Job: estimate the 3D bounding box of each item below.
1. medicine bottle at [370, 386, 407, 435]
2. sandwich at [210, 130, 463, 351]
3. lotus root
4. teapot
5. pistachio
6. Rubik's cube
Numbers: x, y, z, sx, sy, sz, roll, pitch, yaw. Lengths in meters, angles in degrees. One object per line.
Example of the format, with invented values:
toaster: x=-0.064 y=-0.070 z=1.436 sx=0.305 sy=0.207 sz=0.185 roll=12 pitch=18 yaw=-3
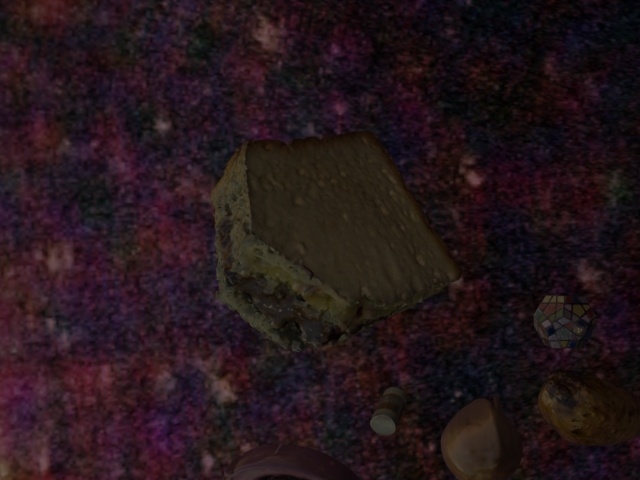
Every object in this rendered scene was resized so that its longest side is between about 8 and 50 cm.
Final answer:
medicine bottle: x=0.121 y=0.299 z=1.671 sx=0.047 sy=0.083 sz=0.047 roll=10 pitch=122 yaw=16
sandwich: x=0.000 y=-0.001 z=1.214 sx=0.131 sy=0.325 sz=0.262 roll=-42 pitch=72 yaw=38
lotus root: x=0.395 y=0.247 z=1.357 sx=0.110 sy=0.258 sz=0.097 roll=-6 pitch=70 yaw=41
teapot: x=-0.022 y=0.233 z=0.759 sx=0.146 sy=0.148 sz=0.116 roll=19 pitch=68 yaw=15
pistachio: x=0.347 y=0.429 z=2.064 sx=0.166 sy=0.288 sz=0.197 roll=7 pitch=97 yaw=0
Rubik's cube: x=0.423 y=0.141 z=1.653 sx=0.111 sy=0.093 sz=0.111 roll=155 pitch=90 yaw=-85
